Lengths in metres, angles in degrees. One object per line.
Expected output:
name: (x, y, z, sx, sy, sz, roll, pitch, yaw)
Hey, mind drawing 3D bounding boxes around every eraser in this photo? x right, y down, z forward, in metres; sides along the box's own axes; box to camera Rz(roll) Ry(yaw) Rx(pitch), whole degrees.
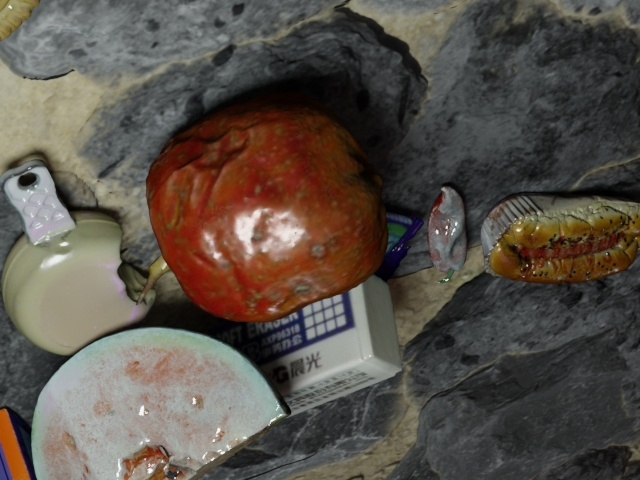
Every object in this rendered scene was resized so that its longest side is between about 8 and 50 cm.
eraser: (-0.042, 0.141, 1.858, 0.279, 0.124, 0.081, -24, 149, 27)

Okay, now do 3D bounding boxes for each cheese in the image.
cheese: (-0.279, 0.016, 1.675, 0.163, 0.082, 0.286, -23, 140, -10)

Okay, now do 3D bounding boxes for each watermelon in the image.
watermelon: (-0.189, 0.195, 1.778, 0.322, 0.188, 0.175, -26, 174, 11)

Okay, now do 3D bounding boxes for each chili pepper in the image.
chili pepper: (0.161, -0.012, 1.948, 0.050, 0.041, 0.153, -31, 129, -31)

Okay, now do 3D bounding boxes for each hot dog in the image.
hot dog: (0.325, -0.001, 2.033, 0.268, 0.075, 0.144, -5, 133, -31)

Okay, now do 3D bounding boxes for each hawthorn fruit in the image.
hawthorn fruit: (-0.057, -0.035, 1.636, 0.262, 0.258, 0.258, 6, 135, -3)

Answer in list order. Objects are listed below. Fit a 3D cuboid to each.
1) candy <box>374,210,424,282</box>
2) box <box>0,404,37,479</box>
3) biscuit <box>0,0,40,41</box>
candy: (0.000, 0.000, 1.843, 0.275, 0.070, 0.145, 20, 113, -40)
box: (-0.396, 0.451, 1.867, 0.257, 0.348, 0.318, -24, 140, -7)
biscuit: (-0.344, -0.254, 1.340, 0.259, 0.079, 0.259, -17, 138, -15)
